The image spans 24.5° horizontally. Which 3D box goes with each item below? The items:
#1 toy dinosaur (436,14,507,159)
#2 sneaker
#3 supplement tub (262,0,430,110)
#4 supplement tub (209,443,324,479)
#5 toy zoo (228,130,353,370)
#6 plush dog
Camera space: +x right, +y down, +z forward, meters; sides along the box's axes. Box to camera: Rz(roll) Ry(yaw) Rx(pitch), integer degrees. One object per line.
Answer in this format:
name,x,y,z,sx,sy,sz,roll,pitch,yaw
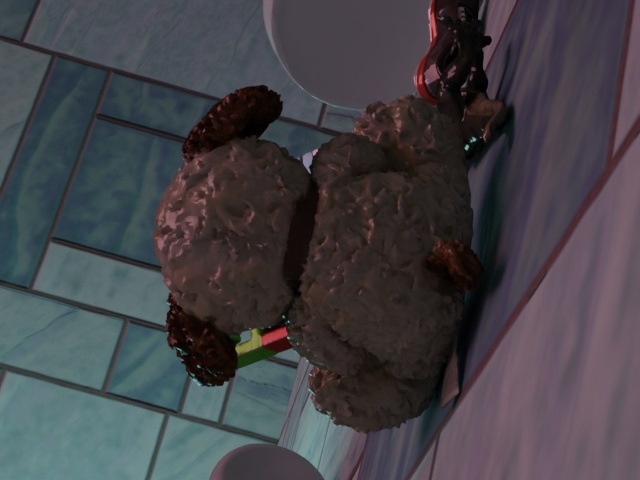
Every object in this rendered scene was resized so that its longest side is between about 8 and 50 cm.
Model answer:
toy dinosaur,0.120,-0.120,1.224,0.268,0.064,0.118,149,122,-83
sneaker,0.146,-0.211,1.513,0.065,0.061,0.158,-21,49,53
supplement tub,0.056,-0.304,1.780,0.331,0.241,0.241,-78,5,-66
supplement tub,-0.078,0.356,1.745,0.144,0.144,0.200,-77,3,-54
toy zoo,0.000,0.000,1.476,0.293,0.030,0.192,-23,60,33
plush dog,-0.009,0.009,1.062,0.210,0.225,0.263,-178,97,-87
